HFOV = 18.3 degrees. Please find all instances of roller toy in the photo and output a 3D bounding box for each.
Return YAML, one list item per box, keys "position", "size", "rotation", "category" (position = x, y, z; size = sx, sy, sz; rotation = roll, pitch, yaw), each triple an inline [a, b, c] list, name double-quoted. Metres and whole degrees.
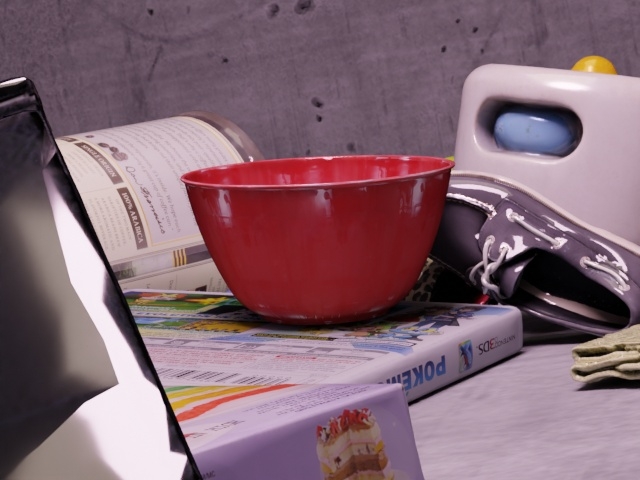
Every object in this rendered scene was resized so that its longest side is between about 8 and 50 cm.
- position: [0.196, -0.062, 1.458]
  size: [0.209, 0.146, 0.191]
  rotation: [6, 4, -7]
  category: "roller toy"

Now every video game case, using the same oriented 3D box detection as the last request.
- position: [-0.079, 0.077, 1.285]
  size: [0.329, 0.036, 0.300]
  rotation: [1, 9, 31]
  category: "video game case"

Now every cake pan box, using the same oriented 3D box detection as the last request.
- position: [-0.131, 0.121, 0.845]
  size: [0.266, 0.070, 0.245]
  rotation: [-14, 3, -37]
  category: "cake pan box"

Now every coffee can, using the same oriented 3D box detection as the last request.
- position: [-0.196, 0.006, 1.695]
  size: [0.275, 0.202, 0.201]
  rotation: [-13, 5, -42]
  category: "coffee can"

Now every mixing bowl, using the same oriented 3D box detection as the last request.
- position: [0.000, 0.000, 1.312]
  size: [0.181, 0.098, 0.181]
  rotation: [-2, 8, 0]
  category: "mixing bowl"

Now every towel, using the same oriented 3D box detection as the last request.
- position: [0.224, 0.057, 1.155]
  size: [0.148, 0.027, 0.110]
  rotation: [-15, 5, -44]
  category: "towel"

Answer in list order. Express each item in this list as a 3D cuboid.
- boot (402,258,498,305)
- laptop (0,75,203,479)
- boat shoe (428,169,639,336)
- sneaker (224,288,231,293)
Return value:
- position: [0.071, 0.036, 1.517]
  size: [0.178, 0.085, 0.236]
  rotation: [-2, 8, 37]
  category: "boot"
- position: [-0.231, 0.128, 0.644]
  size: [0.382, 0.236, 0.408]
  rotation: [-20, -18, -8]
  category: "laptop"
- position: [0.134, 0.010, 1.345]
  size: [0.206, 0.075, 0.065]
  rotation: [22, 28, 18]
  category: "boat shoe"
- position: [0.006, 0.010, 1.679]
  size: [0.111, 0.131, 0.296]
  rotation: [-5, 7, 36]
  category: "sneaker"
